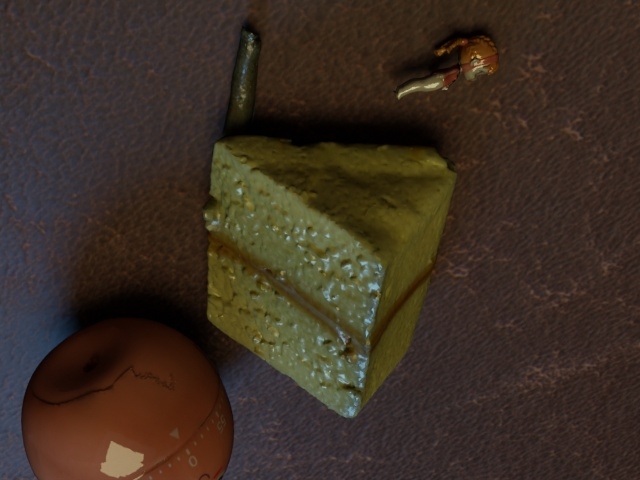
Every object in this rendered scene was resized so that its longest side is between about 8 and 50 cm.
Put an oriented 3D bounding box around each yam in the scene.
[{"bbox_3d":[-0.074,-0.155,1.259,0.033,0.027,0.129,27,129,16],"label":"yam"}]

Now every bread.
[{"bbox_3d":[0.000,0.000,1.335,0.236,0.198,0.263,27,136,18],"label":"bread"}]

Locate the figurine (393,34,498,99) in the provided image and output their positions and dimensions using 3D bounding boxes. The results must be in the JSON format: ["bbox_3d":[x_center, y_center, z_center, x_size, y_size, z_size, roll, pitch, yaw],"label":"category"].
[{"bbox_3d":[0.122,-0.169,1.240,0.109,0.064,0.047,-24,103,4],"label":"figurine"}]

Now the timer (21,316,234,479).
[{"bbox_3d":[-0.211,0.206,1.400,0.230,0.229,0.214,-19,124,12],"label":"timer"}]
